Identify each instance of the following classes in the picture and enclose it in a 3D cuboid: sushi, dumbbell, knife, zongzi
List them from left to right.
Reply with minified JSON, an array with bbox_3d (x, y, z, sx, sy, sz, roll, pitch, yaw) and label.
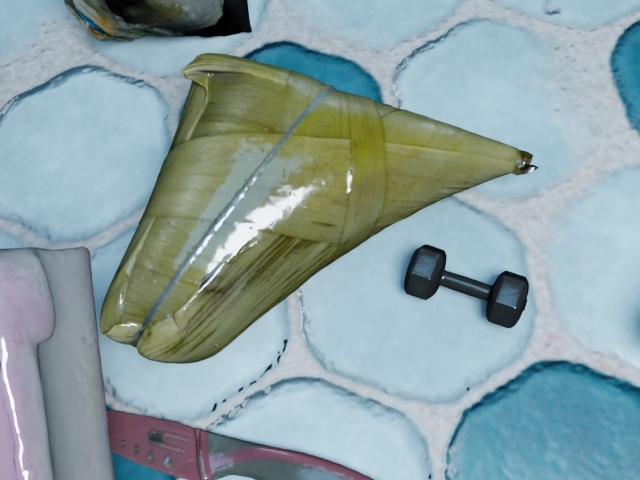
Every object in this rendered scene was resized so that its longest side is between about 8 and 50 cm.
[{"bbox_3d":[-0.156,-0.293,0.651,0.109,0.134,0.272,-18,73,36],"label":"sushi"},{"bbox_3d":[-0.071,0.149,0.503,0.248,0.018,0.035,9,72,15],"label":"knife"},{"bbox_3d":[0.000,0.000,0.512,0.256,0.115,0.228,17,75,4],"label":"zongzi"},{"bbox_3d":[0.101,0.031,0.511,0.083,0.036,0.040,19,72,16],"label":"dumbbell"}]

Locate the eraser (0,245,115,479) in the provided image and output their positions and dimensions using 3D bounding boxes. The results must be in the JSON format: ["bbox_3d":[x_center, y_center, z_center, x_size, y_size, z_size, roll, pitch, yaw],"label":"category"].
[{"bbox_3d":[-0.250,0.191,0.399,0.273,0.122,0.358,-6,86,5],"label":"eraser"}]
